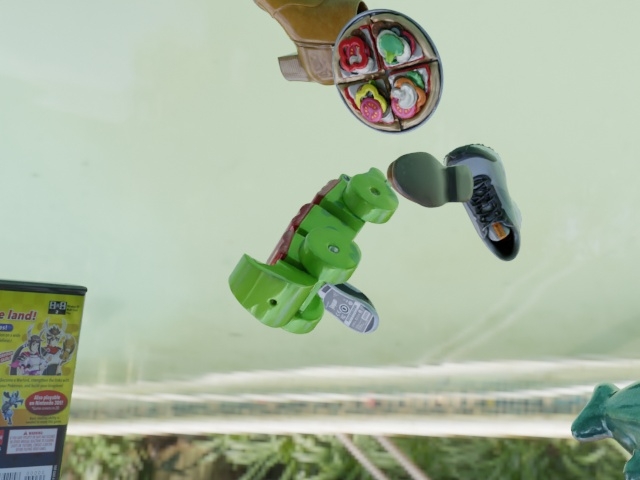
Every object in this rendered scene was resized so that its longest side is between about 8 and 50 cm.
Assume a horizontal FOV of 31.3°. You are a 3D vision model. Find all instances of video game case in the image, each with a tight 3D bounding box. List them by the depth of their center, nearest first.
[{"bbox_3d":[-0.359,0.157,1.101,0.035,0.248,0.275,9,-179,42],"label":"video game case"}]

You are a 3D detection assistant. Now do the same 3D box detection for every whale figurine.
[{"bbox_3d":[0.459,0.232,1.548,0.272,0.216,0.141,6,137,49],"label":"whale figurine"}]

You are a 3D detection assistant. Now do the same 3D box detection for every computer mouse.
[{"bbox_3d":[0.021,0.091,1.963,0.193,0.042,0.106,33,129,7],"label":"computer mouse"}]

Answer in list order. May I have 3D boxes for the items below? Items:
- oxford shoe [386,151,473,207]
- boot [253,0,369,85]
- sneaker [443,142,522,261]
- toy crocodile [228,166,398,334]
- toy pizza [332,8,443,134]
[{"bbox_3d":[0.141,-0.081,1.626,0.076,0.076,0.212,0,176,31],"label":"oxford shoe"},{"bbox_3d":[-0.009,-0.418,2.022,0.211,0.295,0.104,0,-155,43],"label":"boot"},{"bbox_3d":[0.309,-0.071,2.097,0.100,0.108,0.271,-23,129,15],"label":"sneaker"},{"bbox_3d":[0.000,0.000,1.311,0.105,0.340,0.115,35,126,2],"label":"toy crocodile"},{"bbox_3d":[0.099,-0.260,1.787,0.201,0.201,0.032,-5,-163,37],"label":"toy pizza"}]
